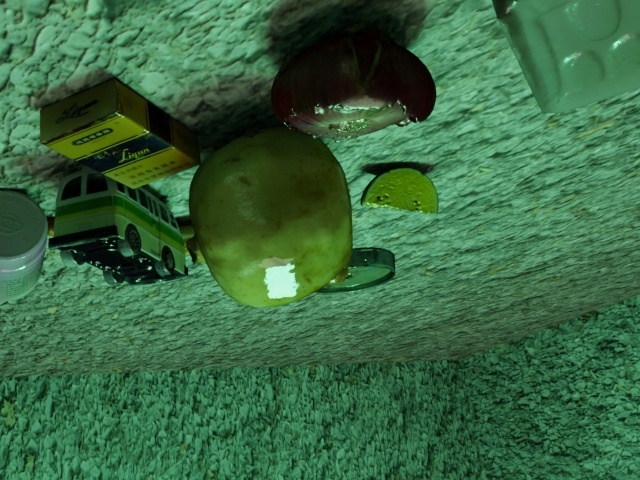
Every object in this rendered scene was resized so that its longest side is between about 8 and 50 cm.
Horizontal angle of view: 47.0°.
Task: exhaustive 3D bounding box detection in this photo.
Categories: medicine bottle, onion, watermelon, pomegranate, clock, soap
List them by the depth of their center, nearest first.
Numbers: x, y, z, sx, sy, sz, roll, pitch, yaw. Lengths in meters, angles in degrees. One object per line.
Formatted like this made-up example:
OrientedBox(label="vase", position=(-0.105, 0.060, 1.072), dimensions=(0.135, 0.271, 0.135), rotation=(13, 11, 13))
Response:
OrientedBox(label="soap", position=(0.417, -0.349, 0.865), dimensions=(0.435, 0.212, 0.350), rotation=(-17, 157, 18))
OrientedBox(label="onion", position=(0.050, -0.228, 1.108), dimensions=(0.248, 0.161, 0.248), rotation=(2, 161, 1))
OrientedBox(label="pomegranate", position=(-0.095, -0.045, 1.330), dimensions=(0.333, 0.332, 0.332), rotation=(-8, 160, -3))
OrientedBox(label="medicine bottle", position=(-0.635, 0.016, 1.484), dimensions=(0.152, 0.152, 0.254), rotation=(0, 158, -24))
OrientedBox(label="watermelon", position=(0.176, -0.117, 1.578), dimensions=(0.182, 0.091, 0.075), rotation=(7, 142, -19))
OrientedBox(label="clock", position=(0.088, 0.095, 2.168), dimensions=(0.281, 0.055, 0.280), rotation=(-8, 160, -3))

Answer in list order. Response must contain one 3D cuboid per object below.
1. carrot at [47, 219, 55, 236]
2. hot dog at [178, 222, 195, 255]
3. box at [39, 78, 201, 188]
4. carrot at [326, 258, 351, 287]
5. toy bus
OrientedBox(label="carrot", position=(-0.508, -0.021, 1.613), dimensions=(0.190, 0.037, 0.037), rotation=(6, 156, -39))
OrientedBox(label="hot dog", position=(-0.328, -0.001, 1.696), dimensions=(0.270, 0.072, 0.109), rotation=(-9, 162, 4))
OrientedBox(label="box", position=(-0.329, -0.171, 1.235), dimensions=(0.152, 0.070, 0.237), rotation=(-16, 161, 19))
OrientedBox(label="carrot", position=(0.000, 0.000, 1.632), dimensions=(0.159, 0.224, 0.159), rotation=(-13, 162, -4))
OrientedBox(label="toy bus", position=(-0.388, -0.020, 1.453), dimensions=(0.143, 0.178, 0.305), rotation=(-12, 160, 13))
